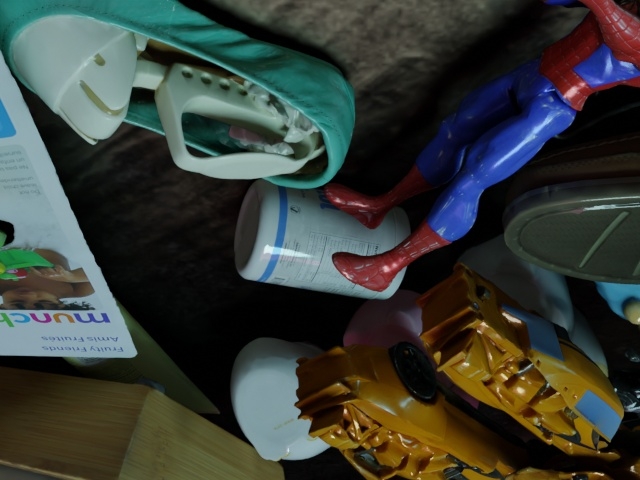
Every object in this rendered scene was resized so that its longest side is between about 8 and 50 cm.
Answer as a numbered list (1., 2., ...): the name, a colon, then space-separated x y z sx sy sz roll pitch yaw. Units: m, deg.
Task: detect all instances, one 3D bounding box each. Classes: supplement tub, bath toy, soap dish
1. supplement tub: 0.000 0.000 0.654 0.107 0.071 0.071 10 142 -20
2. bath toy: 0.096 0.084 0.746 0.348 0.129 0.151 -23 96 21
3. soap dish: -0.187 0.192 0.795 0.290 0.118 0.229 1 152 35

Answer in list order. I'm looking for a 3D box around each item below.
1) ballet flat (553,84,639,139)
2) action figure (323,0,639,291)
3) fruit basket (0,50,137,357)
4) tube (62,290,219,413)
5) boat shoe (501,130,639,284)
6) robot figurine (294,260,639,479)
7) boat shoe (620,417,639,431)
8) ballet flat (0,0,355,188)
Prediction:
1. ballet flat: 0.211 -0.098 0.556 0.173 0.049 0.057 -17 143 17
2. action figure: 0.089 -0.087 0.504 0.280 0.091 0.139 -35 133 30
3. fruit basket: -0.297 0.005 0.535 0.327 0.165 0.353 0 144 1
4. tube: -0.166 0.101 0.797 0.062 0.070 0.240 -44 148 -12
5. boat shoe: 0.258 -0.043 0.598 0.307 0.104 0.111 -1 153 -7
6. robot figurine: 0.131 0.138 0.652 0.211 0.085 0.291 -34 125 29
7. boat shoe: 0.439 0.227 0.930 0.500 0.187 0.156 -2 139 -12
8. ballet flat: -0.087 -0.085 0.513 0.247 0.087 0.083 16 140 -25
